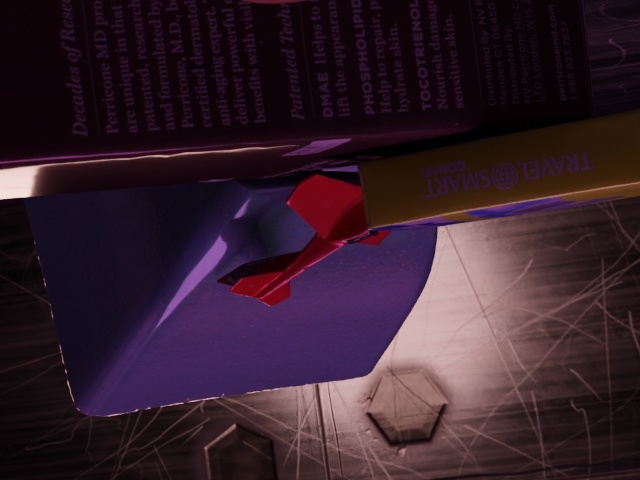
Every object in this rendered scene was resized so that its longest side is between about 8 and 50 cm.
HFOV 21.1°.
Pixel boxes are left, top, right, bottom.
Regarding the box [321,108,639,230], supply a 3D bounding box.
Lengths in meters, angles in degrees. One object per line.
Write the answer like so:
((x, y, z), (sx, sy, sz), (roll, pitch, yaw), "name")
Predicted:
((0.103, -0.035, 0.935), (0.178, 0.042, 0.109), (-9, 177, 21), "box")

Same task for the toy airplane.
((0.000, 0.000, 1.072), (0.151, 0.028, 0.151), (-21, 160, -8), "toy airplane")

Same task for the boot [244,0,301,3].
((-0.007, -0.152, 0.670), (0.197, 0.073, 0.152), (-23, 171, 33), "boot")

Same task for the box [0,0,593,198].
((-0.064, -0.103, 0.922), (0.381, 0.143, 0.191), (-4, 177, -25), "box")

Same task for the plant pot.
((-0.052, -0.046, 1.215), (0.247, 0.247, 0.252), (-6, 158, -27), "plant pot")
